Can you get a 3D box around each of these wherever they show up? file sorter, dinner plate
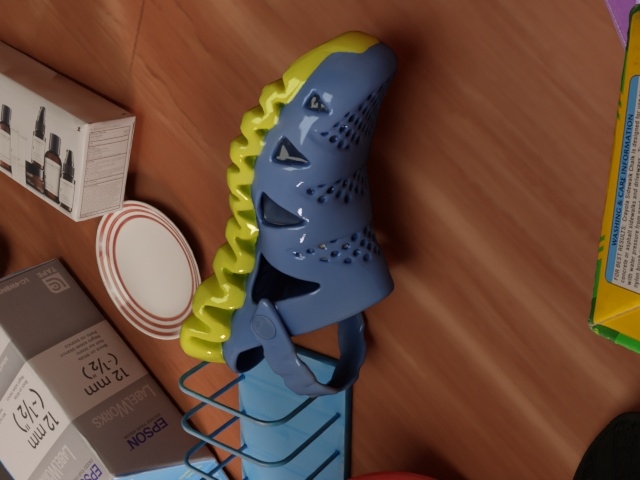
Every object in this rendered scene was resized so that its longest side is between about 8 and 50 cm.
[{"bbox_3d":[-0.050,0.185,0.696,0.118,0.104,0.170,15,117,31],"label":"file sorter"},{"bbox_3d":[-0.163,0.028,0.772,0.141,0.017,0.141,15,118,31],"label":"dinner plate"}]

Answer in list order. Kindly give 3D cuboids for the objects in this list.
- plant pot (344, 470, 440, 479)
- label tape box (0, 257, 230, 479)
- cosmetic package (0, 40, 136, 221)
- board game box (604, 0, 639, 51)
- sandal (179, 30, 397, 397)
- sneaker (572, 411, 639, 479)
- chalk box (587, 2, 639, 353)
[{"bbox_3d":[0.026,0.348,0.591,0.275,0.275,0.243,45,128,13],"label":"plant pot"},{"bbox_3d":[-0.265,0.231,0.872,0.347,0.115,0.249,50,130,11],"label":"label tape box"},{"bbox_3d":[-0.283,-0.116,0.765,0.239,0.060,0.098,29,118,27],"label":"cosmetic package"},{"bbox_3d":[0.216,-0.202,0.376,0.208,0.056,0.346,-21,95,36],"label":"board game box"},{"bbox_3d":[0.000,0.000,0.581,0.138,0.126,0.317,34,134,17],"label":"sandal"},{"bbox_3d":[0.271,0.152,0.439,0.179,0.123,0.295,23,154,-2],"label":"sneaker"},{"bbox_3d":[0.231,-0.017,0.296,0.132,0.213,0.132,-153,63,-62],"label":"chalk box"}]
